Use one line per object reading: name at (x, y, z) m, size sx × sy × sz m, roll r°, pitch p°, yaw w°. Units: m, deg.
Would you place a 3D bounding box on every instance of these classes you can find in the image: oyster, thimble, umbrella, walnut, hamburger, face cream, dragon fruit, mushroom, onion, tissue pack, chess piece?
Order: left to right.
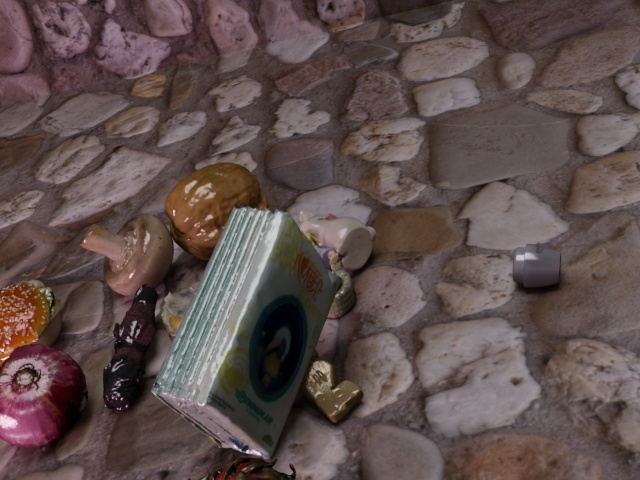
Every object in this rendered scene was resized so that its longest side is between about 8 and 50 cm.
hamburger at (-0.709, 0.195, 2.329) m, size 0.236 × 0.147 × 0.237 m, roll -14°, pitch 34°, yaw 10°
onion at (-0.573, 0.322, 2.060) m, size 0.200 × 0.201 × 0.207 m, roll -1°, pitch 23°, yaw 23°
mushroom at (-0.466, 0.022, 2.400) m, size 0.207 × 0.215 × 0.207 m, roll -39°, pitch 38°, yaw 38°
umbrella at (-0.411, 0.225, 2.180) m, size 0.090 × 0.094 × 0.326 m, roll -49°, pitch 25°, yaw 38°
oyster at (-0.253, 0.172, 2.203) m, size 0.275 × 0.100 × 0.271 m, roll -1°, pitch 32°, yaw 44°
walnut at (-0.246, -0.074, 2.450) m, size 0.257 × 0.224 × 0.257 m, roll -5°, pitch 36°, yaw 4°
dragon fruit at (-0.119, 0.446, 1.671) m, size 0.188 × 0.182 × 0.182 m, roll -23°, pitch 27°, yaw 28°
tissue pack at (-0.127, 0.171, 1.860) m, size 0.162 × 0.287 × 0.388 m, roll 9°, pitch 64°, yaw 28°
chess piece at (-0.003, 0.275, 1.963) m, size 0.090 × 0.090 × 0.200 m, roll -31°, pitch 42°, yaw -21°
thimble at (0.034, 0.114, 2.191) m, size 0.084 × 0.062 × 0.110 m, roll 7°, pitch 40°, yaw 28°
face cream at (0.447, 0.053, 2.072) m, size 0.095 × 0.091 × 0.091 m, roll 3°, pitch 37°, yaw 15°

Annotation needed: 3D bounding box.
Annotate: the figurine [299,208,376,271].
figurine at (0.000, 0.000, 2.333) m, size 0.235 × 0.127 × 0.155 m, roll 14°, pitch 53°, yaw 46°
